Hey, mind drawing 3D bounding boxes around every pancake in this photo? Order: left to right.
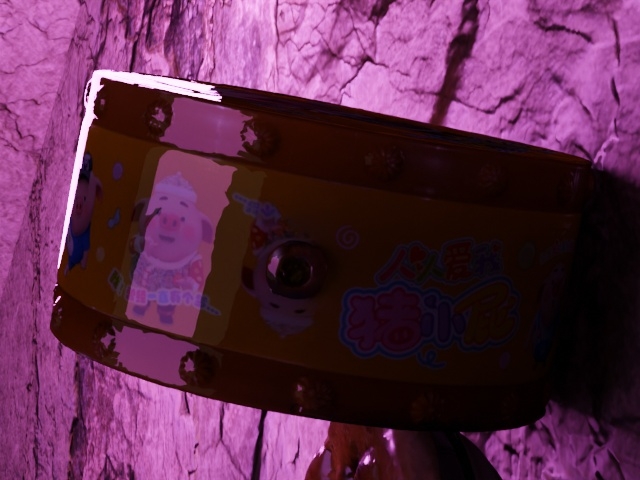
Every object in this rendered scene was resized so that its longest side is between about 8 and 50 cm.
[{"bbox_3d":[0.013,0.279,1.310,0.356,0.065,0.356,-162,90,-81],"label":"pancake"}]

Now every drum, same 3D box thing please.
[{"bbox_3d":[0.000,0.000,1.275,0.431,0.431,0.214,23,103,63],"label":"drum"}]

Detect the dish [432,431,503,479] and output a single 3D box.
[{"bbox_3d":[0.110,0.301,1.336,0.316,0.106,0.316,-173,90,-68],"label":"dish"}]
